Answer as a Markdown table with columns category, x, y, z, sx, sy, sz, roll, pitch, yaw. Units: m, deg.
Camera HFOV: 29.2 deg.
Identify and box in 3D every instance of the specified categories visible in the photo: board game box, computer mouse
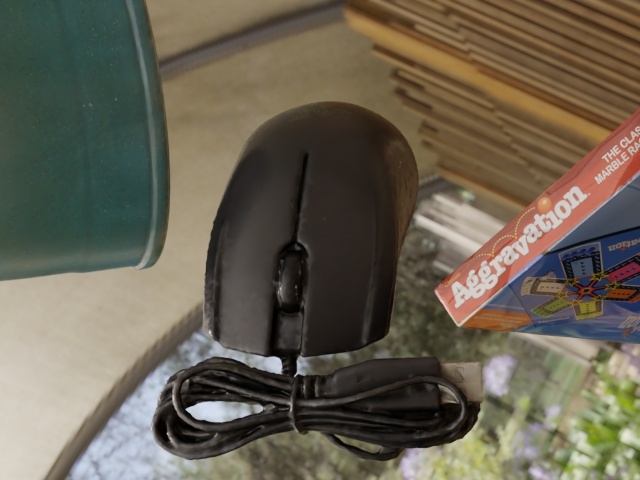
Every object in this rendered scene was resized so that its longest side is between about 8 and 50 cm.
| category | x | y | z | sx | sy | sz | roll | pitch | yaw |
| --- | --- | --- | --- | --- | --- | --- | --- | --- | --- |
| board game box | 0.188 | 0.002 | 0.666 | 0.145 | 0.027 | 0.281 | -44 | -29 | 23 |
| computer mouse | 0.000 | 0.000 | 0.740 | 0.072 | 0.188 | 0.272 | 76 | -166 | -46 |

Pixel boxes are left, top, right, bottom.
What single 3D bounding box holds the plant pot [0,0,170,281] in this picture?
| category | x | y | z | sx | sy | sz | roll | pitch | yaw |
| --- | --- | --- | --- | --- | --- | --- | --- | --- | --- |
| plant pot | -0.259 | -0.091 | 0.792 | 0.255 | 0.272 | 0.272 | -11 | -39 | -21 |
